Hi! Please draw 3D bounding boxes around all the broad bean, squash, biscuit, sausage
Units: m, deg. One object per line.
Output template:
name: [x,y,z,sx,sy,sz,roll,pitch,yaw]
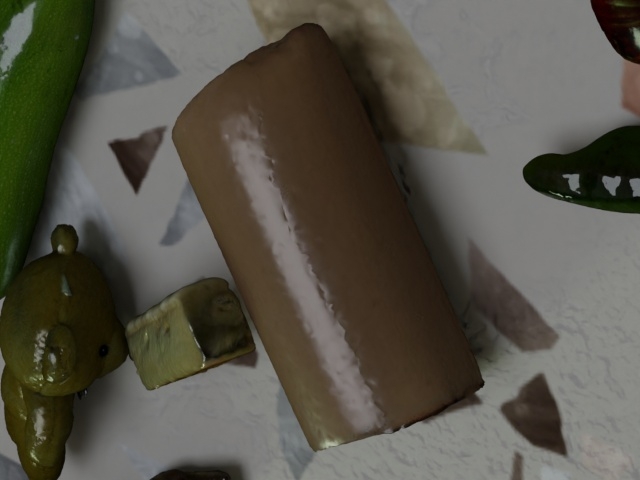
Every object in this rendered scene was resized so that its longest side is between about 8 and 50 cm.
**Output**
broad bean: [0.209,-0.046,1.034,0.195,0.046,0.061,-20,86,33]
squash: [-0.223,-0.076,1.287,0.082,0.082,0.292,34,125,18]
biscuit: [-0.091,0.063,1.225,0.056,0.052,0.188,71,160,3]
sausage: [0.000,0.000,1.146,0.123,0.123,0.253,-20,95,38]

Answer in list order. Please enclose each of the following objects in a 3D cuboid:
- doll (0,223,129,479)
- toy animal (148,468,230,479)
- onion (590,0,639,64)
doll: [-0.189,0.093,1.341,0.209,0.097,0.137,109,156,-49]
toy animal: [-0.180,0.248,1.369,0.197,0.160,0.272,36,118,19]
onion: [0.199,-0.144,0.966,0.117,0.118,0.118,-13,104,3]
